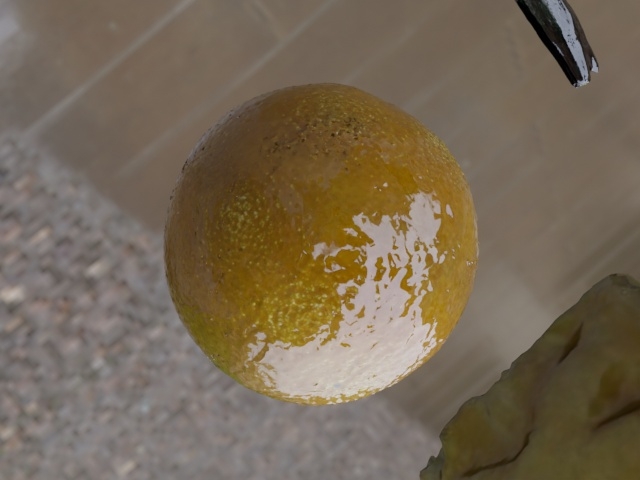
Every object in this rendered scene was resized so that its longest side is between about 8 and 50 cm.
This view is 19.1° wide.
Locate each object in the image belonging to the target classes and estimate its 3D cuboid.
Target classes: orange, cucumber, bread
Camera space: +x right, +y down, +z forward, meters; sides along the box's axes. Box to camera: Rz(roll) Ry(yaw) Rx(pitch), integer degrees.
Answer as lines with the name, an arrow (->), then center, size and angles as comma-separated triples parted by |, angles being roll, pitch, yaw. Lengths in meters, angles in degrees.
orange -> 0.000, 0.000, 1.583 | 0.274, 0.274, 0.274 | -37, 165, -12
cucumber -> 0.170, -0.178, 1.436 | 0.033, 0.135, 0.034 | -38, -177, -22
bread -> 0.212, 0.143, 0.974 | 0.238, 0.252, 0.196 | -41, 131, 1
